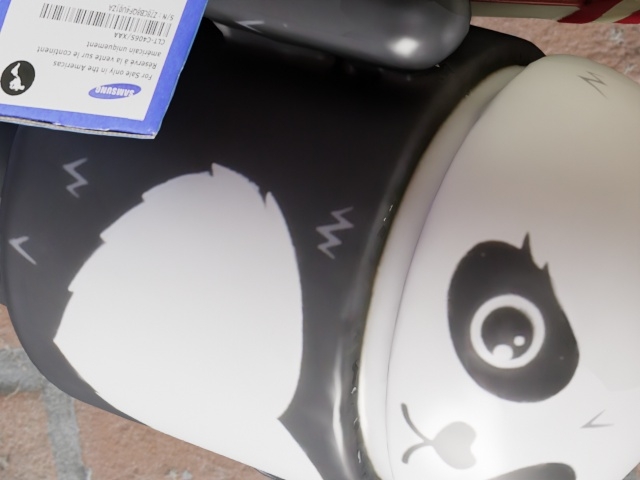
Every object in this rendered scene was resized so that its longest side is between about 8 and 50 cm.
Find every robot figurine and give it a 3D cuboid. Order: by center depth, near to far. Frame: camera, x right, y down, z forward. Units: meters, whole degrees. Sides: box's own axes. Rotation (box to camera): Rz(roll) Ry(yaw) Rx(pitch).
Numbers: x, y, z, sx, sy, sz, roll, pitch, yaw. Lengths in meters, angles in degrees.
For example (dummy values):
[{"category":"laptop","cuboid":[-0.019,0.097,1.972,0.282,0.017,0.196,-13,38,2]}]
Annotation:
[{"category":"robot figurine","cuboid":[-0.001,0.000,0.653,0.278,0.173,0.209,17,174,27]}]

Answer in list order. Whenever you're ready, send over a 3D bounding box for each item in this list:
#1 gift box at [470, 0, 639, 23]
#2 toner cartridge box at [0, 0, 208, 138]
[{"category":"gift box","cuboid":[0.118,-0.178,0.645,0.255,0.276,0.258,6,180,-8]},{"category":"toner cartridge box","cuboid":[-0.197,-0.146,0.615,0.165,0.075,0.348,7,-157,-44]}]
